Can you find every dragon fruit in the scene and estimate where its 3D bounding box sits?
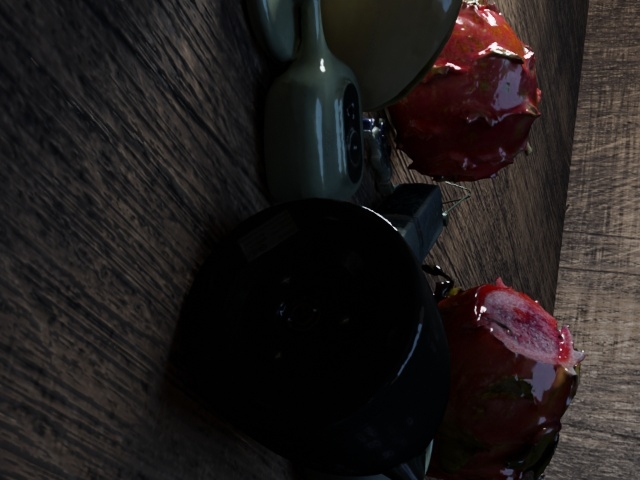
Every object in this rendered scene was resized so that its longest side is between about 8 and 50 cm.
[{"bbox_3d":[0.199,0.208,1.351,0.291,0.269,0.250,-59,-175,33],"label":"dragon fruit"},{"bbox_3d":[0.186,-0.207,1.294,0.210,0.205,0.268,25,69,-67],"label":"dragon fruit"}]

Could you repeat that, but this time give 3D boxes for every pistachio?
[{"bbox_3d":[0.069,-0.252,1.091,0.138,0.153,0.237,-19,137,-57],"label":"pistachio"}]

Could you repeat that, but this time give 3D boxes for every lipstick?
[{"bbox_3d":[0.082,0.013,1.231,0.289,0.078,0.076,-50,138,-56],"label":"lipstick"}]

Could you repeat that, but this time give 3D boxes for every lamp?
[{"bbox_3d":[0.196,-0.051,1.547,0.121,0.054,0.041,-51,139,-56],"label":"lamp"}]

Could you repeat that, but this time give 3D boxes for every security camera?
[{"bbox_3d":[-0.010,-0.179,0.982,0.157,0.080,0.301,-35,122,-63],"label":"security camera"}]

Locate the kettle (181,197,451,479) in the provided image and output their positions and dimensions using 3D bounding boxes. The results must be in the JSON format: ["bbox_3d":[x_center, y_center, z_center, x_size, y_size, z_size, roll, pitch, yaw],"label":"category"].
[{"bbox_3d":[0.016,0.093,0.928,0.268,0.207,0.290,64,6,32],"label":"kettle"}]

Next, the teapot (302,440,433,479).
[{"bbox_3d":[0.059,0.216,1.125,0.193,0.130,0.294,63,36,-53],"label":"teapot"}]

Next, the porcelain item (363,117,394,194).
[{"bbox_3d":[0.076,-0.126,1.278,0.136,0.021,0.075,64,31,-52],"label":"porcelain item"}]
